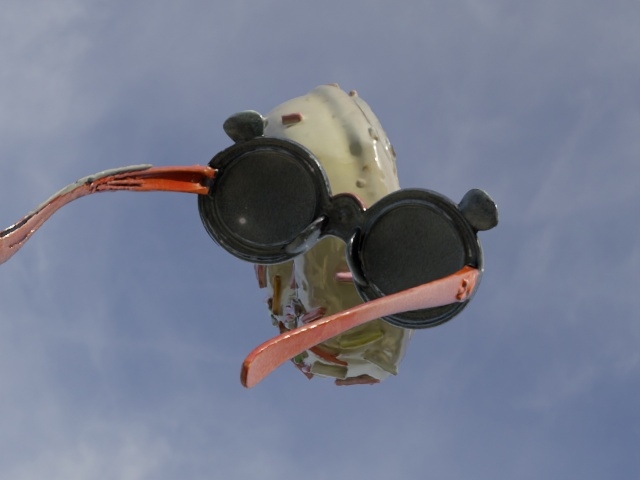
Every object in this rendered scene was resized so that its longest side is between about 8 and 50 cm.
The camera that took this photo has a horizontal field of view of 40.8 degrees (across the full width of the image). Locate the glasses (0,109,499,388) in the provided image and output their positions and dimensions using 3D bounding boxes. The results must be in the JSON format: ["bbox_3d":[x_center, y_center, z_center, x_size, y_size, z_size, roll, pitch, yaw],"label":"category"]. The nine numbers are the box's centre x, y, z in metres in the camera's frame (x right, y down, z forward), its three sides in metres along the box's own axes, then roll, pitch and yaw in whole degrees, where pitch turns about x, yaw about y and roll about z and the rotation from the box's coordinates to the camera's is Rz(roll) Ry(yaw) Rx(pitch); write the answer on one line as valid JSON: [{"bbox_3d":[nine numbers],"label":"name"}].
[{"bbox_3d":[-0.032,-0.010,0.532,0.234,0.268,0.118,23,-79,21],"label":"glasses"}]

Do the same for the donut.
[{"bbox_3d":[0.000,0.000,1.070,0.142,0.382,0.382,-11,-60,-13],"label":"donut"}]
